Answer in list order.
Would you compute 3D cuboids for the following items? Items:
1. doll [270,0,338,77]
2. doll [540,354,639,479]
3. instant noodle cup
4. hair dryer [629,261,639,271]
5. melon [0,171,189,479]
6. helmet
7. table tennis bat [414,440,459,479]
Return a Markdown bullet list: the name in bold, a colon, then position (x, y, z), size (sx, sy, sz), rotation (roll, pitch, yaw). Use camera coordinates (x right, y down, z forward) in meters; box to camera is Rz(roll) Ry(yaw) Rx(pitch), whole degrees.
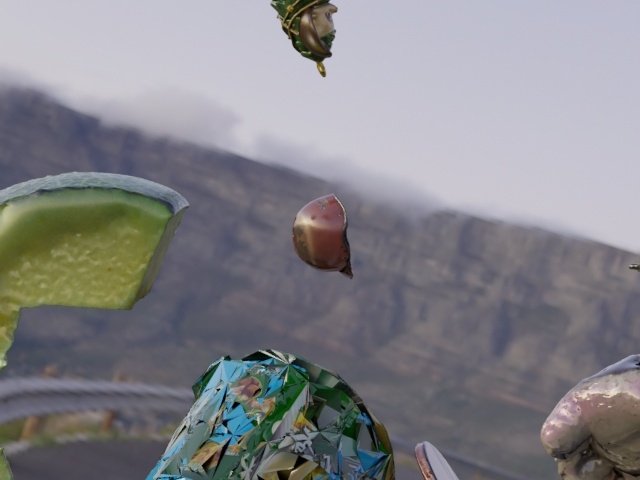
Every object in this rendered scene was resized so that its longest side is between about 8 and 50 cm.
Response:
- **doll**: position (-0.022, -0.208, 1.391), size (0.076, 0.113, 0.078), rotation (4, 5, -6)
- **doll**: position (0.240, 0.161, 1.097), size (0.149, 0.095, 0.192), rotation (-4, -45, 31)
- **instant noodle cup**: position (-0.064, 0.248, 1.498), size (0.240, 0.178, 0.240), rotation (18, -48, 21)
- **hair dryer**: position (0.446, 0.022, 1.575), size (0.199, 0.167, 0.067), rotation (23, -44, 33)
- **melon**: position (-0.163, 0.042, 0.779), size (0.118, 0.209, 0.064), rotation (30, -5, -7)
- **helmet**: position (-0.001, 0.002, 1.390), size (0.049, 0.084, 0.065), rotation (-14, 23, -14)
- **table tennis bat**: position (0.146, 0.279, 1.376), size (0.220, 0.019, 0.130), rotation (59, 8, 8)
